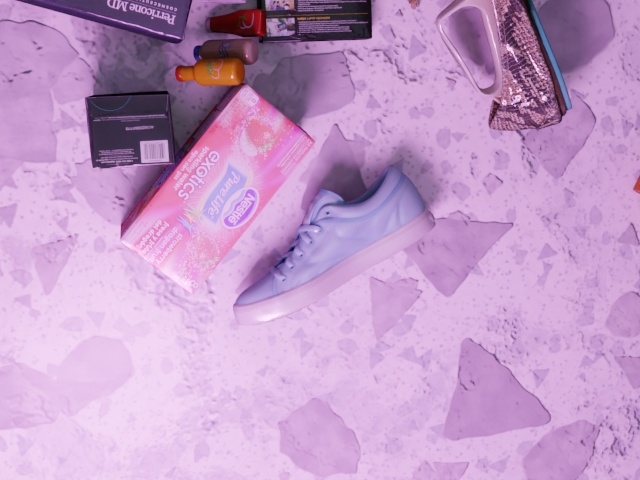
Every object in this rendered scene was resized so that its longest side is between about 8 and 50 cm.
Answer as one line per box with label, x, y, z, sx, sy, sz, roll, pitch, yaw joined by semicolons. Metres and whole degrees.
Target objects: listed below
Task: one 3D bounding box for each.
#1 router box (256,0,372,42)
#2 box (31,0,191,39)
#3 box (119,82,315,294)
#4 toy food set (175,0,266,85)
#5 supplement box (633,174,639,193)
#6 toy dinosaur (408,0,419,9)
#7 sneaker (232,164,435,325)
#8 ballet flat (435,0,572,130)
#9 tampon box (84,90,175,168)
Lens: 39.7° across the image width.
router box;-0.010;-0.381;1.396;0.179;0.046;0.133;-4;101;-11
box;-0.320;-0.465;1.205;0.343;0.179;0.312;14;97;-13
box;-0.163;-0.086;1.365;0.142;0.154;0.300;39;90;-15
toy food set;-0.150;-0.346;1.327;0.104;0.111;0.232;3;95;22
supplement box;0.682;-0.073;1.579;0.233;0.080;0.078;23;96;-13
toy dinosaur;0.156;-0.466;1.410;0.092;0.053;0.183;-16;103;-7
sneaker;0.000;0.000;1.436;0.366;0.135;0.150;-30;97;-14
ballet flat;0.262;-0.381;1.371;0.182;0.164;0.483;-13;118;12
tampon box;-0.281;-0.168;1.321;0.120;0.161;0.101;-4;102;-9
